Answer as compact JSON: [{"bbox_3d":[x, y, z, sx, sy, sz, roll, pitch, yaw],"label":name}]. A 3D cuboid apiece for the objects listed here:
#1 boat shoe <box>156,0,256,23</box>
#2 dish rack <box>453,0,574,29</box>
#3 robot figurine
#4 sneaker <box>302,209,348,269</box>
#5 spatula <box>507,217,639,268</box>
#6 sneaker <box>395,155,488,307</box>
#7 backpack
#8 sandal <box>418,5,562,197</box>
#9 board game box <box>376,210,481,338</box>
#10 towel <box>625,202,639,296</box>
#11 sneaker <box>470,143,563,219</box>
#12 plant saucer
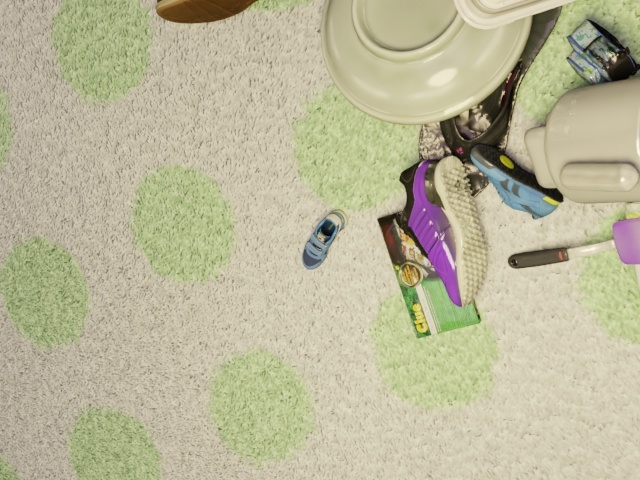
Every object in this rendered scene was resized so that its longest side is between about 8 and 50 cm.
[{"bbox_3d":[-0.181,-0.541,1.431,0.341,0.123,0.123,-16,80,21],"label":"boat shoe"},{"bbox_3d":[0.351,-0.528,1.180,0.332,0.072,0.286,-20,91,-12],"label":"dish rack"},{"bbox_3d":[0.510,-0.161,1.154,0.353,0.300,0.200,1,126,52],"label":"robot figurine"},{"bbox_3d":[0.000,0.000,1.482,0.053,0.059,0.144,33,109,9],"label":"sneaker"},{"bbox_3d":[0.473,0.018,1.291,0.296,0.030,0.084,-12,96,39],"label":"spatula"},{"bbox_3d":[0.221,-0.015,1.360,0.146,0.102,0.293,-1,110,40],"label":"sneaker"},{"bbox_3d":[0.477,-0.320,1.236,0.084,0.105,0.114,-43,61,23],"label":"backpack"},{"bbox_3d":[0.293,-0.278,1.307,0.167,0.107,0.446,23,107,15],"label":"sandal"},{"bbox_3d":[0.217,0.058,1.433,0.136,0.030,0.260,-17,93,19],"label":"board game box"},{"bbox_3d":[0.685,0.078,1.164,0.320,0.090,0.375,-2,105,55],"label":"towel"},{"bbox_3d":[0.344,-0.098,1.304,0.209,0.069,0.082,27,132,-21],"label":"sneaker"},{"bbox_3d":[0.170,-0.412,1.276,0.400,0.100,0.401,-3,82,23],"label":"plant saucer"}]
